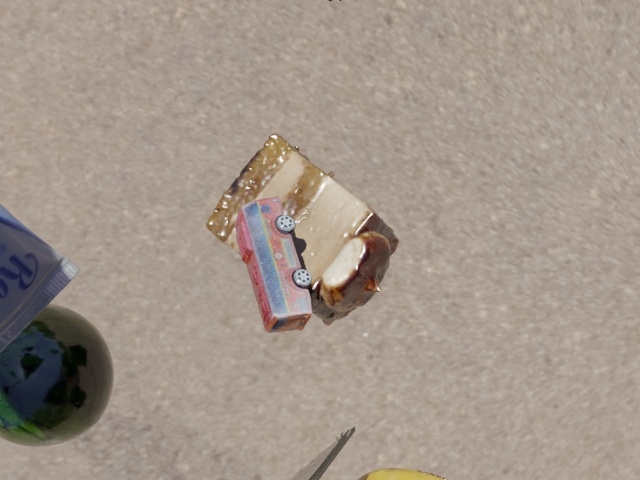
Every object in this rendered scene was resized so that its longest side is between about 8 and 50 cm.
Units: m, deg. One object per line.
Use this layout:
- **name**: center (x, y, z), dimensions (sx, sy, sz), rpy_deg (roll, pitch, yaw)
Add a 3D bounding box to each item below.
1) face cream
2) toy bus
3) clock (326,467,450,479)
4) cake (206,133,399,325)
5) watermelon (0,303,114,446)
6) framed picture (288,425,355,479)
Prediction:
- **face cream**: center (-0.502, -0.006, 1.259), dimensions (0.235, 0.420, 0.137), rpy_deg (-47, 40, -10)
- **toy bus**: center (-0.064, 0.032, 1.461), dimensions (0.065, 0.077, 0.192), rpy_deg (120, 137, -53)
- **clock**: center (0.102, 0.458, 1.567), dimensions (0.317, 0.244, 0.200), rpy_deg (-17, 40, 34)
- **cake**: center (0.000, 0.000, 1.639), dimensions (0.293, 0.199, 0.196), rpy_deg (37, 87, 26)
- **watermelon**: center (-0.461, 0.219, 1.744), dimensions (0.242, 0.242, 0.242), rpy_deg (-1, 86, 22)
- **framed picture**: center (-0.107, 0.372, 1.313), dimensions (0.339, 0.255, 0.014), rpy_deg (-43, 86, 20)
